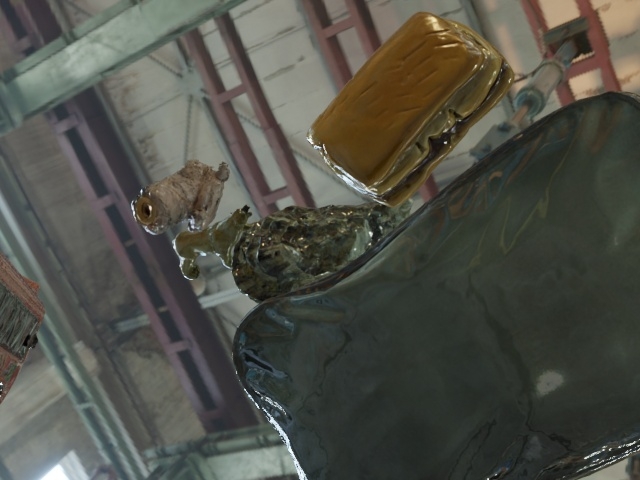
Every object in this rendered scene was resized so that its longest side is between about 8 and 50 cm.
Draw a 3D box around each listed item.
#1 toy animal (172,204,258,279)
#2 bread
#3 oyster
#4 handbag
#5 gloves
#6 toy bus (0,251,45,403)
[{"bbox_3d":[-0.209,-0.003,1.514,0.218,0.103,0.101,-14,-37,29],"label":"toy animal"},{"bbox_3d":[0.088,-0.135,0.749,0.200,0.077,0.116,-47,-119,-1],"label":"bread"},{"bbox_3d":[0.006,0.001,1.375,0.350,0.158,0.162,-21,-84,-1],"label":"oyster"},{"bbox_3d":[0.092,0.066,0.462,0.332,0.075,0.192,-34,-102,19],"label":"handbag"},{"bbox_3d":[-0.191,-0.055,1.063,0.094,0.144,0.110,51,-32,11],"label":"gloves"},{"bbox_3d":[-0.496,0.091,0.959,0.203,0.233,0.427,27,-19,-1],"label":"toy bus"}]
